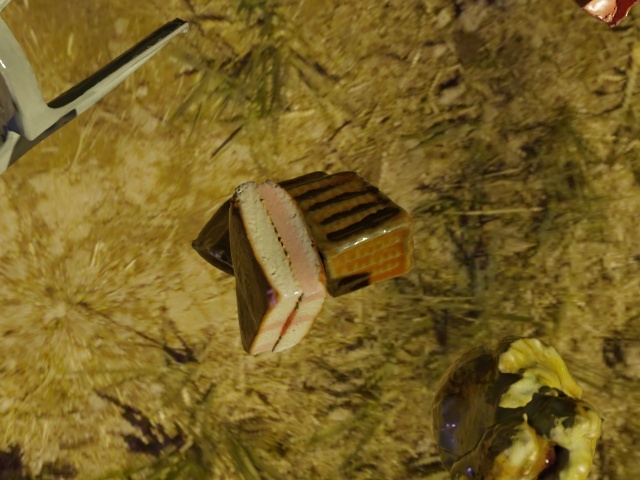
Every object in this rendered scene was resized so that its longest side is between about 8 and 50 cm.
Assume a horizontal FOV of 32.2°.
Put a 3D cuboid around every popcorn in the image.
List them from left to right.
[{"bbox_3d":[0.270,0.272,1.510,0.225,0.276,0.276,-37,95,9],"label":"popcorn"}]

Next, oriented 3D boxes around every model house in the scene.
[{"bbox_3d":[-0.008,0.008,1.444,0.268,0.239,0.173,-21,102,-17],"label":"model house"}]

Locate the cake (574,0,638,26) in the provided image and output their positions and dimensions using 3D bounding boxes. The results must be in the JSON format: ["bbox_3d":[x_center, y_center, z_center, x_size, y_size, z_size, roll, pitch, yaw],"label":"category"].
[{"bbox_3d":[0.194,-0.290,0.889,0.098,0.287,0.135,9,125,-32],"label":"cake"}]

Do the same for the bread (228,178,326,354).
[{"bbox_3d":[-0.023,0.021,0.648,0.043,0.062,0.109,-13,107,-25],"label":"bread"}]

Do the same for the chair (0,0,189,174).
[{"bbox_3d":[-0.261,-0.150,0.728,0.190,0.203,0.274,31,65,27],"label":"chair"}]
